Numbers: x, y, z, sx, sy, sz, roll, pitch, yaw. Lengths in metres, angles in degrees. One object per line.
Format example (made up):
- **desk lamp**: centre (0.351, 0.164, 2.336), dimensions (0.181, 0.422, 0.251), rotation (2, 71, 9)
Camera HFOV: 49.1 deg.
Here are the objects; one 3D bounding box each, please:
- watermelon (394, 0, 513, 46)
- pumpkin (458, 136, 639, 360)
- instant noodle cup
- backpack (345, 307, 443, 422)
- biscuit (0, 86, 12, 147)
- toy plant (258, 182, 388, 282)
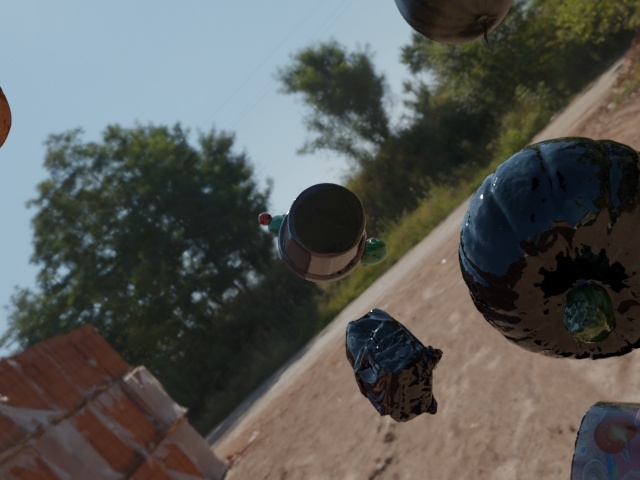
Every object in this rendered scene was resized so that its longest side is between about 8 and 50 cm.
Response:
- **watermelon**: centre (0.115, -0.210, 0.583), dimensions (0.105, 0.133, 0.105), rotation (-18, -23, -8)
- **pumpkin**: centre (0.263, 0.030, 0.717), dimensions (0.248, 0.248, 0.248), rotation (-45, -3, -3)
- **instant noodle cup**: centre (0.464, 0.309, 0.882), dimensions (0.231, 0.242, 0.243), rotation (-1, 30, 41)
- **backpack**: centre (0.094, 0.176, 1.011), dimensions (0.106, 0.165, 0.119), rotation (-18, -59, -26)
- **biscuit**: centre (-0.189, -0.052, 0.342), dimensions (0.015, 0.078, 0.091), rotation (4, 48, 32)
- **toy plant**: centre (0.014, -0.001, 1.491), dimensions (0.280, 0.185, 0.400), rotation (-7, -10, -4)
